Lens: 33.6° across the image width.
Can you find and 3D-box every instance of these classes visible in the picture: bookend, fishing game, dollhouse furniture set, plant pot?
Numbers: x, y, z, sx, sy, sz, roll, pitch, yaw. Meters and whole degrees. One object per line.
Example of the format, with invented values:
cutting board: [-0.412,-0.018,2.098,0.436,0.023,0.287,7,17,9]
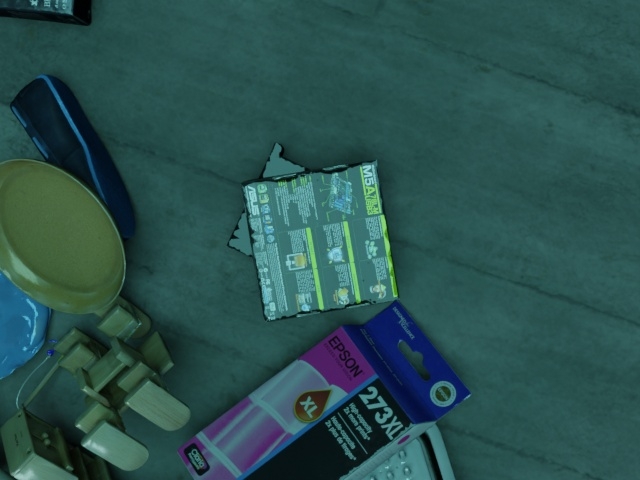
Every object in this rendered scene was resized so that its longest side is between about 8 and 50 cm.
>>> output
bookend: [-0.024,-0.031,1.454,0.156,0.072,0.157,25,94,-1]
fishing game: [-0.472,0.105,1.476,0.264,0.041,0.189,35,71,-12]
dollhouse furniture set: [-0.279,0.236,1.426,0.242,0.212,0.161,-43,128,4]
plant pot: [-0.354,-0.009,1.415,0.236,0.032,0.236,13,125,19]

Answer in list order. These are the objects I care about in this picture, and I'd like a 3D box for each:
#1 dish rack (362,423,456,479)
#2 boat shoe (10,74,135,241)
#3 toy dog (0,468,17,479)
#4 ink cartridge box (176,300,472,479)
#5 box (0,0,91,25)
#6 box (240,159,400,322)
dish rack: [0.034,0.403,1.439,0.333,0.072,0.285,-17,63,3]
boat shoe: [-0.340,-0.100,1.459,0.089,0.109,0.258,-30,76,10]
toy dog: [-0.534,0.288,1.436,0.161,0.220,0.333,-49,57,31]
ink cartridge box: [0.004,0.246,1.429,0.371,0.069,0.176,-36,65,-4]
box: [-0.392,-0.381,1.434,0.158,0.093,0.156,6,94,3]
box: [0.000,0.000,1.398,0.184,0.045,0.190,-10,92,-2]
